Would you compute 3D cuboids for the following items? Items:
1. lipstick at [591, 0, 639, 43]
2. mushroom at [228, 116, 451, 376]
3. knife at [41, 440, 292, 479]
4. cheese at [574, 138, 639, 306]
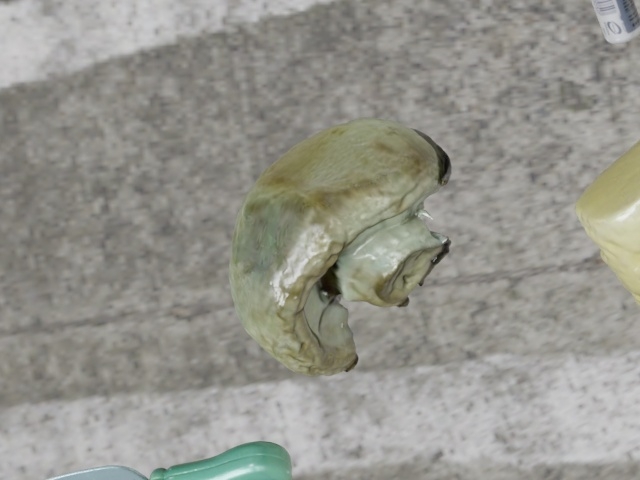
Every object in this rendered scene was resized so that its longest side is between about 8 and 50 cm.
[{"bbox_3d":[0.270,-0.256,1.603,0.040,0.040,0.141,-8,118,36],"label":"lipstick"},{"bbox_3d":[-0.002,-0.007,1.685,0.267,0.164,0.189,-53,53,23],"label":"mushroom"},{"bbox_3d":[-0.151,0.194,1.313,0.260,0.063,0.035,-9,55,6],"label":"knife"},{"bbox_3d":[0.255,0.010,1.080,0.123,0.094,0.167,-31,111,17],"label":"cheese"}]
